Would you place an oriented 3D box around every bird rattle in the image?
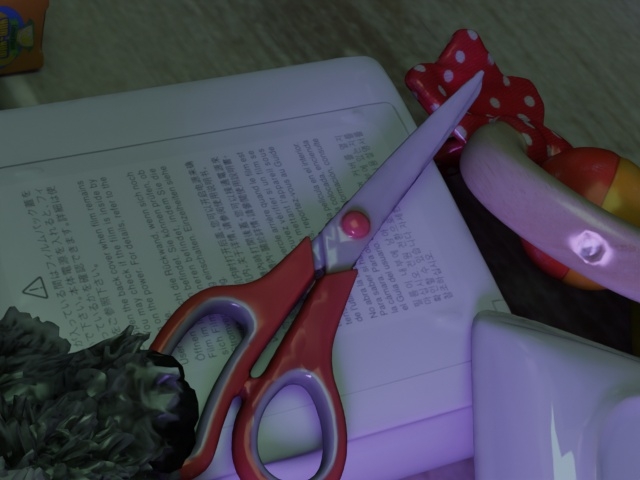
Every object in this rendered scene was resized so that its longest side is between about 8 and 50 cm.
[{"bbox_3d":[0.157,-0.030,0.788,0.253,0.143,0.207,38,15,1],"label":"bird rattle"}]

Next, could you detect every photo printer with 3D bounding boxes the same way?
[{"bbox_3d":[-0.067,0.033,0.731,0.308,0.107,0.256,-13,63,-25],"label":"photo printer"}]

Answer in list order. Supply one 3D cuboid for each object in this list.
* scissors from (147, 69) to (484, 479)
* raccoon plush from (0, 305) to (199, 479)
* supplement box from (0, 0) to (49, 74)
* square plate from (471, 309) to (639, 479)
[{"bbox_3d":[0.000,0.000,0.684,0.109,0.021,0.297,26,61,-4],"label":"scissors"},{"bbox_3d":[-0.235,0.126,0.473,0.446,0.299,0.216,7,91,8],"label":"raccoon plush"},{"bbox_3d":[-0.247,-0.217,0.883,0.080,0.078,0.233,-14,59,-25],"label":"supplement box"},{"bbox_3d":[0.233,0.218,0.663,0.344,0.049,0.347,16,56,-21],"label":"square plate"}]
